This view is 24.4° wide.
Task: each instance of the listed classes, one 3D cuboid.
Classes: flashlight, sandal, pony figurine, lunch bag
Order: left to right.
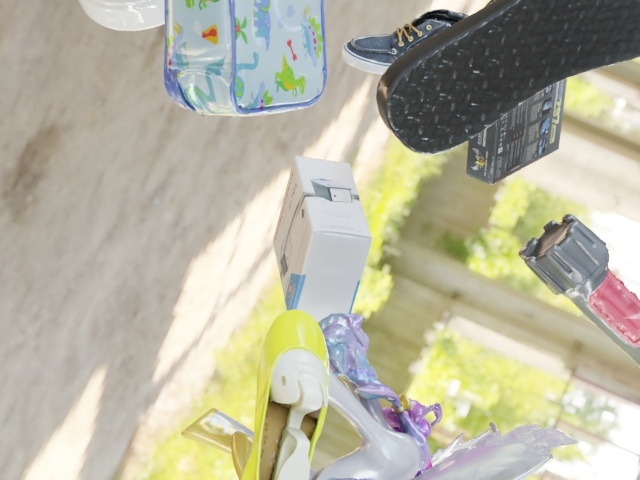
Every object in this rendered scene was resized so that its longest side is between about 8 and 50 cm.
[{"bbox_3d":[-0.064,-0.222,1.350,0.176,0.090,0.218,-18,109,-56],"label":"lunch bag"},{"bbox_3d":[0.073,0.267,1.732,0.351,0.363,0.303,-38,178,-16],"label":"pony figurine"},{"bbox_3d":[0.263,-0.263,1.784,0.167,0.446,0.107,64,-2,-29],"label":"sandal"},{"bbox_3d":[0.378,0.092,1.749,0.103,0.304,0.103,-45,-166,6],"label":"flashlight"}]

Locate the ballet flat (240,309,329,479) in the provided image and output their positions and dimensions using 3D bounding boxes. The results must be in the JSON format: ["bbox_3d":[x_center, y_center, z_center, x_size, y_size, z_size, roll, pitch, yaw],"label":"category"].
[{"bbox_3d":[-0.027,0.176,1.415,0.077,0.077,0.230,157,-53,-66],"label":"ballet flat"}]

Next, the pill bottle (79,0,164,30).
[{"bbox_3d":[-0.256,-0.441,1.706,0.229,0.229,0.407,-63,156,-28],"label":"pill bottle"}]

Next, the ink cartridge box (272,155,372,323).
[{"bbox_3d":[0.000,0.000,1.871,0.190,0.082,0.139,-107,-153,-57],"label":"ink cartridge box"}]

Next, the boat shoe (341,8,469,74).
[{"bbox_3d":[0.122,-0.270,1.981,0.065,0.183,0.083,-94,-170,-50],"label":"boat shoe"}]

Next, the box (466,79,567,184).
[{"bbox_3d":[0.311,-0.223,2.312,0.183,0.059,0.232,-28,132,-38],"label":"box"}]
